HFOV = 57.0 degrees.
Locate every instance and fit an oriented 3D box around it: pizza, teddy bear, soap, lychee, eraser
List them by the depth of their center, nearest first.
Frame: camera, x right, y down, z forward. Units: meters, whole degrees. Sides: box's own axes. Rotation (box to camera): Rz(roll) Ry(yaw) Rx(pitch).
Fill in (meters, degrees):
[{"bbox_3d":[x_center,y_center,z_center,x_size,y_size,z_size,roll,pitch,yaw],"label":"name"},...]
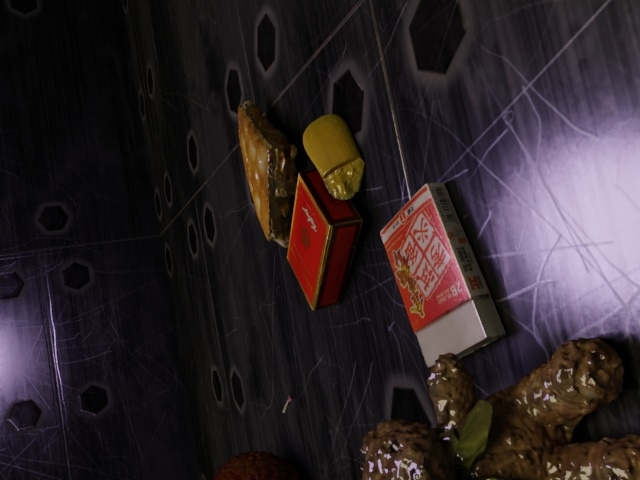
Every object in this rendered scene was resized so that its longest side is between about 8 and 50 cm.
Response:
[{"bbox_3d":[0.184,0.237,0.651,0.296,0.222,0.246,124,135,-54],"label":"teddy bear"},{"bbox_3d":[0.166,0.053,0.849,0.157,0.038,0.230,-52,50,56],"label":"eraser"},{"bbox_3d":[0.028,-0.154,1.049,0.168,0.089,0.033,62,-167,25],"label":"soap"},{"bbox_3d":[-0.126,-0.156,1.350,0.268,0.087,0.258,-125,32,-46],"label":"pizza"},{"bbox_3d":[-0.153,0.654,1.470,0.260,0.260,0.261,29,123,59],"label":"lychee"}]

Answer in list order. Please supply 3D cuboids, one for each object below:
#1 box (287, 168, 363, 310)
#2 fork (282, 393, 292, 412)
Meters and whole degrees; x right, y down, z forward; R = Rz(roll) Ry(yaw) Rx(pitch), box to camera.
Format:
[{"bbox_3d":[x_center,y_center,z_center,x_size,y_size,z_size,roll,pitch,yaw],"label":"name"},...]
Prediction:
[{"bbox_3d":[0.001,0.000,1.127,0.240,0.074,0.153,101,153,-45],"label":"box"},{"bbox_3d":[-0.086,0.419,1.519,0.115,0.012,0.016,106,150,-49],"label":"fork"}]
